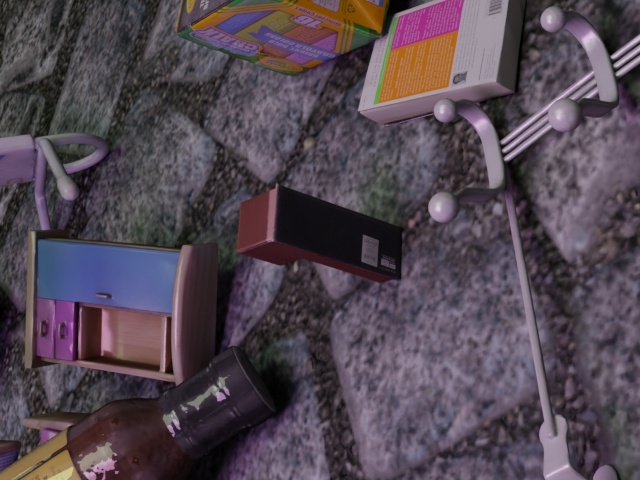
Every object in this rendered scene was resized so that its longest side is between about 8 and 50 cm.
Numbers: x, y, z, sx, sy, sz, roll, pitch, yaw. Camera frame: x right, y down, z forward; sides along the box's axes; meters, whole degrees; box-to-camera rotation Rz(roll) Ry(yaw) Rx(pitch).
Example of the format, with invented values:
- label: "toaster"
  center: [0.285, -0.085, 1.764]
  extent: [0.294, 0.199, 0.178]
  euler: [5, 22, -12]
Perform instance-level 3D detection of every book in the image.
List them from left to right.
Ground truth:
- label: "book"
  center: [0.099, -0.155, 0.956]
  extent: [0.144, 0.035, 0.096]
  euler: [-8, 66, 48]

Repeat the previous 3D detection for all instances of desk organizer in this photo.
- label: "desk organizer"
  center: [0.000, 0.000, 0.930]
  extent: [0.050, 0.130, 0.047]
  euler: [-19, 61, 47]

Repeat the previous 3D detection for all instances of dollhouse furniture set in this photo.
- label: "dollhouse furniture set"
  center: [-0.261, 0.116, 1.015]
  extent: [0.198, 0.303, 0.287]
  euler: [5, 94, 31]

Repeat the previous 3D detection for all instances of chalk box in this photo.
- label: "chalk box"
  center: [-0.041, -0.238, 1.066]
  extent: [0.213, 0.132, 0.132]
  euler: [-8, 69, 60]

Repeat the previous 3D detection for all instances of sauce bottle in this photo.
- label: "sauce bottle"
  center: [-0.197, 0.213, 1.005]
  extent: [0.344, 0.111, 0.111]
  euler: [-32, 47, 3]

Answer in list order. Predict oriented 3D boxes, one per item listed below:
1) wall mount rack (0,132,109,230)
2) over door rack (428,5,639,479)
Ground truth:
- label: "wall mount rack"
  center: [-0.384, -0.043, 1.244]
  extent: [0.304, 0.350, 0.131]
  euler: [132, 126, -68]
- label: "over door rack"
  center: [0.193, -0.031, 0.734]
  extent: [0.239, 0.108, 0.324]
  euler: [-38, 49, 35]
